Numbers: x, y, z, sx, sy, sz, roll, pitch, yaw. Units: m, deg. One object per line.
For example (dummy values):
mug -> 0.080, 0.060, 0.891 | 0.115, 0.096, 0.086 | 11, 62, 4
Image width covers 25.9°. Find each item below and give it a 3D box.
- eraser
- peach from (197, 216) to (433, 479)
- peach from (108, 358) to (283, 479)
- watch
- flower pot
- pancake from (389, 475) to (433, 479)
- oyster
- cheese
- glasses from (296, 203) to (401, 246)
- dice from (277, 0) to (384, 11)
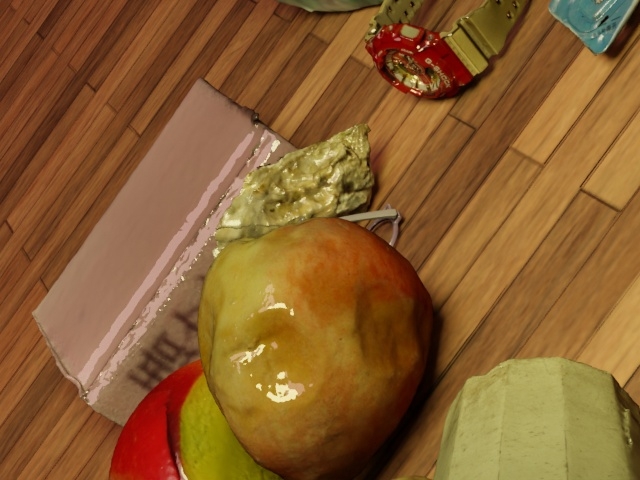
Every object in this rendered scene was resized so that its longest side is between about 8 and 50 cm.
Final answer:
eraser -> -0.161, 0.013, 1.597 | 0.359, 0.122, 0.272 | -54, 29, 1
peach -> -0.011, 0.103, 1.241 | 0.214, 0.214, 0.235 | -18, 63, 46
peach -> -0.117, 0.207, 1.320 | 0.159, 0.154, 0.267 | -36, 37, 32
watch -> 0.154, -0.271, 1.467 | 0.165, 0.102, 0.268 | 19, 68, 51
flower pot -> 0.158, 0.194, 0.939 | 0.212, 0.212, 0.202 | -33, 26, 33
pancake -> 0.047, 0.284, 1.072 | 0.212, 0.029, 0.235 | -10, 46, 20
oyster -> -0.021, -0.021, 1.439 | 0.209, 0.132, 0.072 | -32, 34, -24
cheese -> 0.314, -0.283, 1.278 | 0.244, 0.052, 0.135 | -48, 32, 13
glasses -> 0.000, 0.000, 1.398 | 0.140, 0.104, 0.062 | -44, 34, 26
dice -> -0.005, -0.482, 1.634 | 0.328, 0.330, 0.348 | -2, 59, 54
